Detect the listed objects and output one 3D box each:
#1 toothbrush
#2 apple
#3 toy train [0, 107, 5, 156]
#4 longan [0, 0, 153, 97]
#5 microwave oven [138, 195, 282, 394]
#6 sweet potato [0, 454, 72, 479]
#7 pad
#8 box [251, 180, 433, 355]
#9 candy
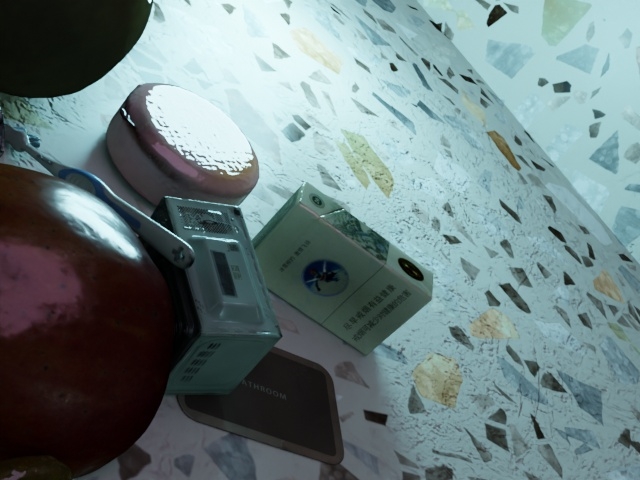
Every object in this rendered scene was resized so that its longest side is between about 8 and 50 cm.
[{"bbox_3d":[-0.293,-0.064,1.086,0.386,0.040,0.040,32,22,31],"label":"toothbrush"},{"bbox_3d":[-0.338,0.069,0.916,0.365,0.295,0.328,23,-2,-34],"label":"apple"},{"bbox_3d":[-0.488,-0.275,1.042,0.086,0.088,0.407,-21,91,-38],"label":"toy train"},{"bbox_3d":[-0.400,-0.378,1.217,0.361,0.361,0.361,30,33,-22],"label":"longan"},{"bbox_3d":[-0.157,0.070,1.085,0.122,0.162,0.208,6,48,-36],"label":"microwave oven"},{"bbox_3d":[-0.373,0.219,0.711,0.346,0.079,0.108,15,58,-33],"label":"sweet potato"},{"bbox_3d":[-0.079,0.202,1.168,0.266,0.002,0.176,25,34,-28],"label":"pad"},{"bbox_3d":[0.025,0.048,1.325,0.256,0.164,0.069,36,33,-14],"label":"box"},{"bbox_3d":[-0.218,-0.141,1.342,0.255,0.094,0.255,30,32,-22],"label":"candy"}]
